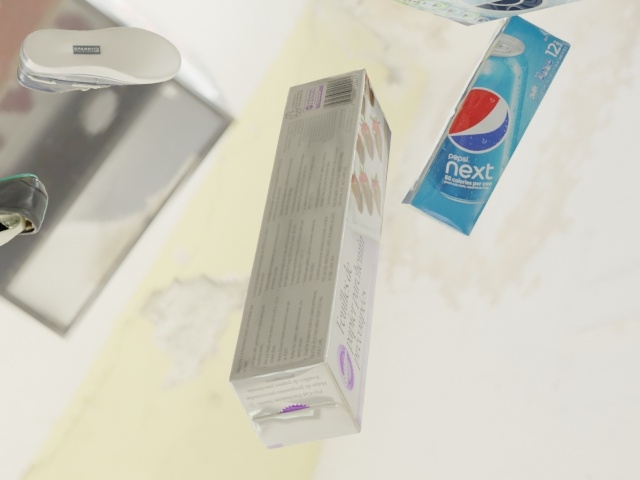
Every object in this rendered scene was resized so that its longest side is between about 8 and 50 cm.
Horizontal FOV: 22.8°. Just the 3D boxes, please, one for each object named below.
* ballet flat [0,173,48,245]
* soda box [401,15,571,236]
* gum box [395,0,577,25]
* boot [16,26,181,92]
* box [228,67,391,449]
[{"bbox_3d":[-0.364,-0.014,1.543,0.203,0.074,0.074,-11,-162,-3],"label":"ballet flat"},{"bbox_3d":[0.159,-0.111,1.541,0.210,0.067,0.071,-62,-175,0],"label":"soda box"},{"bbox_3d":[0.140,-0.242,1.415,0.184,0.157,0.041,-6,-103,51],"label":"gum box"},{"bbox_3d":[-0.266,-0.211,1.897,0.086,0.190,0.069,136,-44,-66],"label":"boot"},{"bbox_3d":[0.000,0.000,1.059,0.067,0.063,0.324,-14,-145,16],"label":"box"}]
